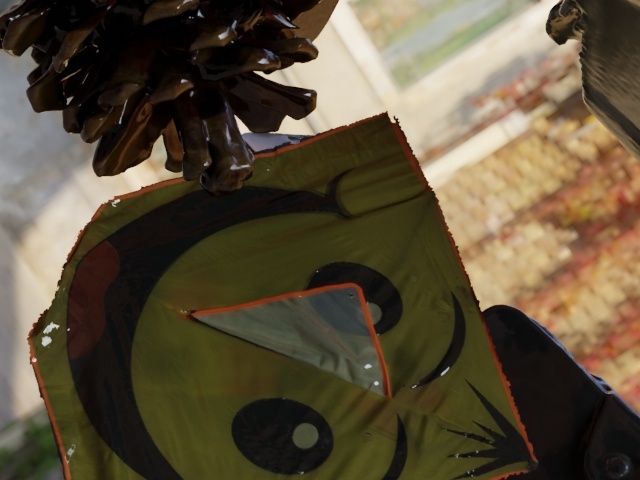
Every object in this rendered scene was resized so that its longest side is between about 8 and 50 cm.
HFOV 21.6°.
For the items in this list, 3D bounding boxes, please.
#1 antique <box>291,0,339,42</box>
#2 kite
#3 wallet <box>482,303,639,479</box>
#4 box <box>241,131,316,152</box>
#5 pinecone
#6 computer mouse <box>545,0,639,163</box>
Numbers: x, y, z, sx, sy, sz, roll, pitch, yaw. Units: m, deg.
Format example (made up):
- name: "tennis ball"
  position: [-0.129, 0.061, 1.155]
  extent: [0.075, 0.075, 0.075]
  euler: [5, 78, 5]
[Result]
- name: "antique"
  position: [-0.028, -0.256, 1.261]
  extent: [0.143, 0.257, 0.121]
  euler: [41, 12, 21]
- name: "kite"
  position: [-0.021, 0.075, 1.016]
  extent: [0.327, 0.378, 0.013]
  euler: [20, -24, 14]
- name: "wallet"
  position: [0.219, 0.233, 1.401]
  extent: [0.377, 0.197, 0.051]
  euler: [48, 15, 29]
- name: "box"
  position: [0.000, 0.000, 1.542]
  extent: [0.243, 0.163, 0.135]
  euler: [46, -51, 51]
- name: "pinecone"
  position: [-0.086, -0.123, 0.894]
  extent: [0.168, 0.185, 0.212]
  euler: [24, 50, -41]
- name: "computer mouse"
  position: [0.273, -0.134, 1.025]
  extent: [0.228, 0.145, 0.429]
  euler: [43, -6, 9]
